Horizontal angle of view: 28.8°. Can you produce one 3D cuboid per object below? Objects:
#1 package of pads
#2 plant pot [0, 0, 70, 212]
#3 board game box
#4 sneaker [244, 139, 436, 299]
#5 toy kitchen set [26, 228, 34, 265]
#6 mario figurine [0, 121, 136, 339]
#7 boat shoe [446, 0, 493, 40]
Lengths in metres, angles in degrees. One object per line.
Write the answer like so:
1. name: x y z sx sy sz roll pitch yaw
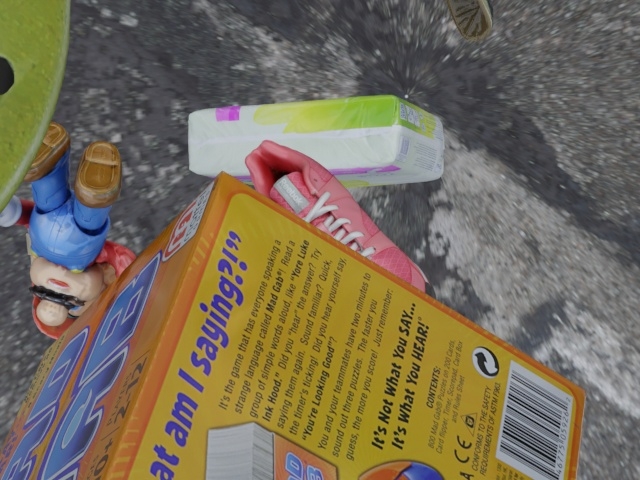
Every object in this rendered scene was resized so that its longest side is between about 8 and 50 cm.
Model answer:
1. package of pads: 0.002 -0.127 1.686 0.296 0.229 0.101 -1 87 22
2. plant pot: -0.285 -0.073 0.447 0.352 0.366 0.367 -8 97 41
3. board game box: -0.059 0.243 0.967 0.356 0.357 0.356 31 139 -17
4. sneaker: -0.001 0.000 1.266 0.116 0.314 0.136 -41 129 0
5. toy kitchen set: -0.347 -0.003 1.674 0.075 0.068 0.083 -9 98 -36
6. mario figurine: -0.303 0.023 1.476 0.170 0.321 0.198 -26 60 -25
7. boat shoe: 0.167 -0.313 1.486 0.056 0.049 0.152 -14 100 23
